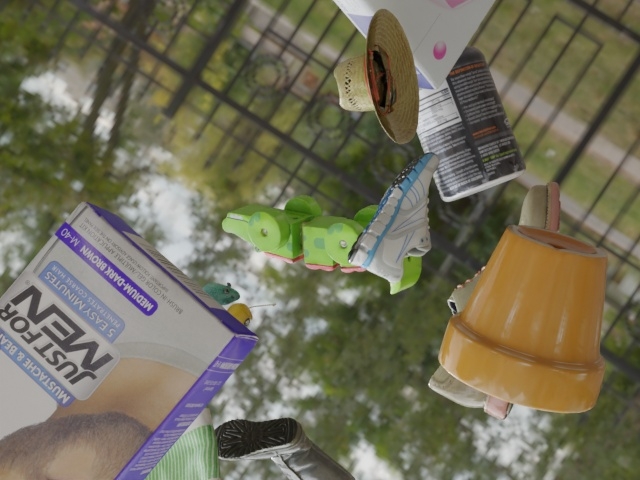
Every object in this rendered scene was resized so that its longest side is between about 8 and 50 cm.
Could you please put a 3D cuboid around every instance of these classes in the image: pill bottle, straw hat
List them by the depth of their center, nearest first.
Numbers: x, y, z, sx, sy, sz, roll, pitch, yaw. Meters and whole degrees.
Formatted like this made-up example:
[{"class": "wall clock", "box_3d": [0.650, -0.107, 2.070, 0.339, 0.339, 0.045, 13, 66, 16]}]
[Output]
[{"class": "straw hat", "box_3d": [0.046, -0.158, 1.163, 0.061, 0.145, 0.144, -9, 164, 24]}, {"class": "pill bottle", "box_3d": [0.195, -0.190, 1.675, 0.130, 0.130, 0.246, -3, -106, -84]}]

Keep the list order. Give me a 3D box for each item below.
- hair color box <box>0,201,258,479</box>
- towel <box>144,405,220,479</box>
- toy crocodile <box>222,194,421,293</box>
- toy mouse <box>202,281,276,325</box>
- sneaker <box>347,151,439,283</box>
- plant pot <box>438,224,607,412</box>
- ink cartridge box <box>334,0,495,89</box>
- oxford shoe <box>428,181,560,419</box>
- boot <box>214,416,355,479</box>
[{"class": "hair color box", "box_3d": [-0.236, 0.155, 1.026, 0.185, 0.339, 0.110, 39, -179, 11]}, {"class": "towel", "box_3d": [-0.225, 0.408, 1.663, 0.038, 0.247, 0.325, 20, -127, -40]}, {"class": "toy crocodile", "box_3d": [0.000, 0.000, 1.783, 0.340, 0.105, 0.115, 10, -159, 29]}, {"class": "toy mouse", "box_3d": [-0.176, 0.103, 1.802, 0.143, 0.161, 0.031, 27, 141, 39]}, {"class": "sneaker", "box_3d": [0.109, -0.025, 1.445, 0.083, 0.191, 0.071, 35, 155, -5]}, {"class": "plant pot", "box_3d": [0.269, 0.087, 1.454, 0.205, 0.188, 0.205, 13, -168, -3]}, {"class": "ink cartridge box", "box_3d": [0.110, -0.388, 1.250, 0.071, 0.330, 0.324, 20, 164, 48]}, {"class": "oxford shoe", "box_3d": [0.280, 0.073, 1.826, 0.146, 0.397, 0.140, 15, 157, 15]}, {"class": "boot", "box_3d": [-0.063, 0.374, 1.969, 0.189, 0.076, 0.208, -6, 148, 26]}]
